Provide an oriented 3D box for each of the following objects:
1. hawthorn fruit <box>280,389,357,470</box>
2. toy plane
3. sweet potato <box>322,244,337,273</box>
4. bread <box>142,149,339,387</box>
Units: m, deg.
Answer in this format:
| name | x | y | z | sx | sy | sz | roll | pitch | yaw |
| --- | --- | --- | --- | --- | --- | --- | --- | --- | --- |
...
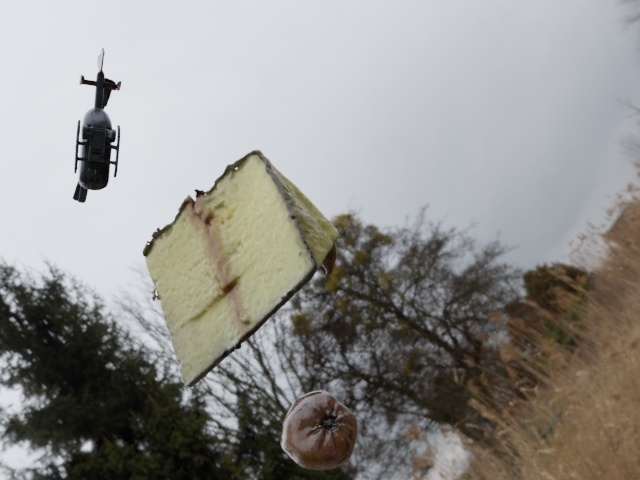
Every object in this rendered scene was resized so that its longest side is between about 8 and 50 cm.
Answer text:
| name | x | y | z | sx | sy | sz | roll | pitch | yaw |
| --- | --- | --- | --- | --- | --- | --- | --- | --- | --- |
| hawthorn fruit | -0.006 | 0.174 | 0.555 | 0.066 | 0.067 | 0.103 | -37 | -18 | -32 |
| toy plane | -0.207 | -0.105 | 0.585 | 0.037 | 0.060 | 0.145 | 4 | -85 | -25 |
| sweet potato | 0.000 | 0.000 | 0.859 | 0.034 | 0.095 | 0.034 | -23 | 1 | 0 |
| bread | -0.121 | 0.025 | 0.751 | 0.240 | 0.178 | 0.135 | -43 | 2 | 21 |
